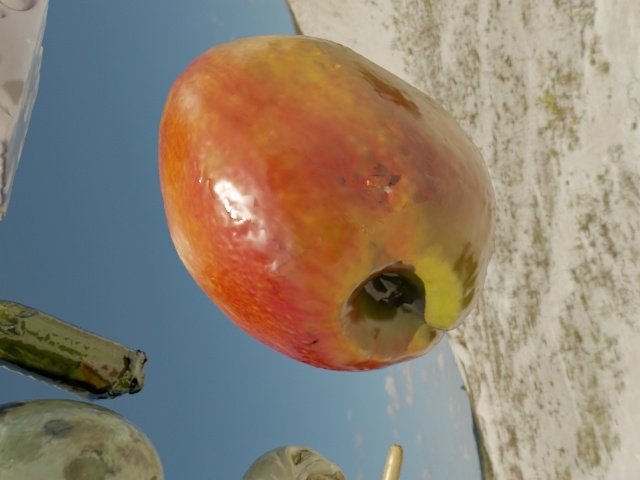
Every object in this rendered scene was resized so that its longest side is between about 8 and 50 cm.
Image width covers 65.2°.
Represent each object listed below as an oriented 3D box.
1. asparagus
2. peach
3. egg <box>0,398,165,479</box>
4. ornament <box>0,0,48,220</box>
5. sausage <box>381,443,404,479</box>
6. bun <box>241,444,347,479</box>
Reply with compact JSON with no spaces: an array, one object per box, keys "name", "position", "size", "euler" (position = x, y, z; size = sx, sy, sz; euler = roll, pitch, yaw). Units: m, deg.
[{"name":"asparagus","position":[-0.470,0.172,0.828],"size":[0.382,0.128,0.108],"euler":[40,-135,-39]},{"name":"peach","position":[-0.005,-0.045,0.524],"size":[0.289,0.373,0.372],"euler":[-60,-4,18]},{"name":"egg","position":[-0.433,0.402,0.702],"size":[0.345,0.428,0.345],"euler":[-19,-90,-88]},{"name":"ornament","position":[-0.497,-0.196,0.617],"size":[0.240,0.239,0.239],"euler":[12,-116,-28]},{"name":"sausage","position":[0.088,0.338,0.665],"size":[0.024,0.024,0.132],"euler":[41,-117,-68]},{"name":"bun","position":[-0.031,0.430,0.805],"size":[0.231,0.231,0.133],"euler":[-76,9,-58]}]
